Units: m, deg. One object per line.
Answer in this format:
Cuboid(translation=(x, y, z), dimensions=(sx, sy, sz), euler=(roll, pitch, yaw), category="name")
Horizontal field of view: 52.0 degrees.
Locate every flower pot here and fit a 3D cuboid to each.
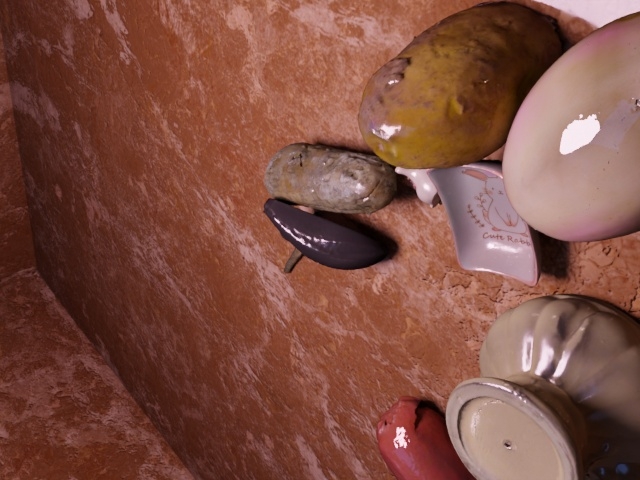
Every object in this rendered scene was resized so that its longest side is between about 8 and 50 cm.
Cuboid(translation=(0.342, 0.252, 0.976), dimensions=(0.307, 0.244, 0.307), euler=(30, 132, 39), category="flower pot")

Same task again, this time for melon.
Cuboid(translation=(0.349, -0.126, 0.766), dimensions=(0.223, 0.223, 0.317), euler=(56, 143, 12), category="melon")

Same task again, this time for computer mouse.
Cuboid(translation=(0.000, 0.000, 1.301), dimensions=(0.269, 0.137, 0.086), euler=(23, 88, 17), category="computer mouse")

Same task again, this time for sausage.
Cuboid(translation=(0.224, 0.446, 1.313), dimensions=(0.280, 0.152, 0.152), euler=(54, 142, 10), category="sausage")

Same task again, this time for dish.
Cuboid(translation=(0.266, -0.041, 1.007), dimensions=(0.151, 0.077, 0.212), euler=(15, 140, 47), category="dish")

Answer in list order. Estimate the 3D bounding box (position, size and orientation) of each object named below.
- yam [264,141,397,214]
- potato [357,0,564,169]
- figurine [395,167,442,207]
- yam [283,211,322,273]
Cuboid(translation=(0.019, -0.115, 1.229), dimensions=(0.330, 0.133, 0.133), euler=(16, 122, 55), category="yam")
Cuboid(translation=(0.174, -0.197, 0.913), dimensions=(0.229, 0.266, 0.229), euler=(31, 135, 36), category="potato")
Cuboid(translation=(0.157, -0.121, 1.124), dimensions=(0.146, 0.081, 0.098), euler=(45, 140, 24), category="figurine")
Cuboid(translation=(-0.042, 0.012, 1.496), dimensions=(0.234, 0.029, 0.027), euler=(120, 144, -50), category="yam")
